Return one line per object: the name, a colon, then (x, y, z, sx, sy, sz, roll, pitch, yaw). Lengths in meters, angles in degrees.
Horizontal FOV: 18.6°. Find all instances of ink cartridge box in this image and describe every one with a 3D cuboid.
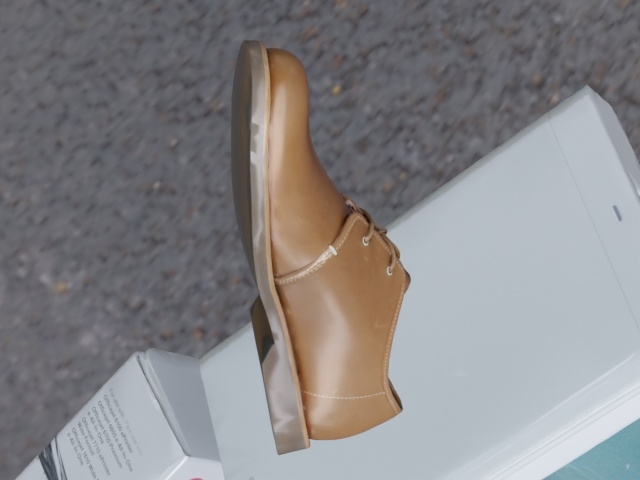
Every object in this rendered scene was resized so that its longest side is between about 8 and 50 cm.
ink cartridge box: (-0.163, 0.259, 1.804, 0.307, 0.223, 0.129, -46, 53, 22)

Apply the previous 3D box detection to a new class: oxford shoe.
oxford shoe: (0.000, 0.000, 0.878, 0.076, 0.076, 0.212, -10, 126, -1)

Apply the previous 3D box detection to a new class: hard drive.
hard drive: (0.070, 0.070, 1.146, 0.307, 0.203, 0.040, -35, 136, 20)

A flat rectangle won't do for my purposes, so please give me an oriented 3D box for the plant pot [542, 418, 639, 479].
plant pot: (0.250, 0.113, 1.666, 0.255, 0.271, 0.271, 20, 134, -34)
